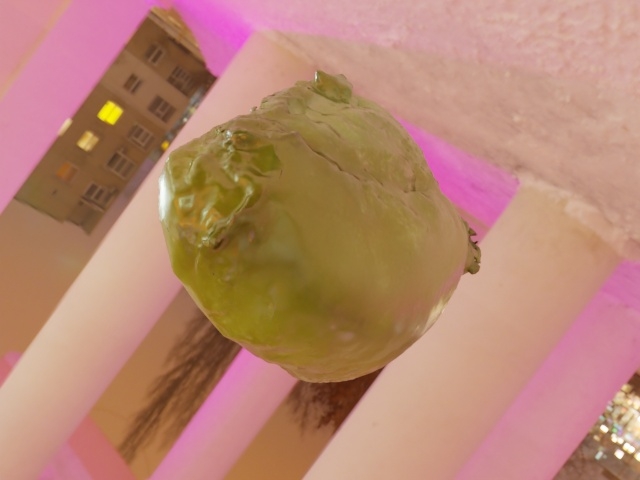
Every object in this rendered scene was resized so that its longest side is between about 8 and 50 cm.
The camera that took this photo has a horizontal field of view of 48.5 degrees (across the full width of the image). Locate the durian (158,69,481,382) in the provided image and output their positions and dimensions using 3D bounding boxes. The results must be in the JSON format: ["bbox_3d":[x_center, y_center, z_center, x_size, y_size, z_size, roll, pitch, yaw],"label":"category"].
[{"bbox_3d":[0.000,0.000,0.602,0.256,0.204,0.339,63,-149,-8],"label":"durian"}]
